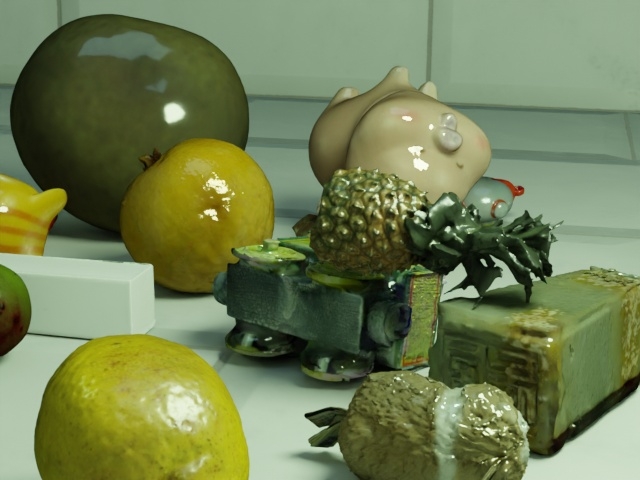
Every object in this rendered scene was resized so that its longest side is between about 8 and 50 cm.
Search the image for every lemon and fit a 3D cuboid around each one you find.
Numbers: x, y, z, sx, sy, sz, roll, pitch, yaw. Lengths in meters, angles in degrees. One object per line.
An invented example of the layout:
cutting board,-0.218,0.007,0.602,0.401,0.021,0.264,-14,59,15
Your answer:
lemon,-0.143,0.161,1.060,0.170,0.170,0.207,-4,21,-18

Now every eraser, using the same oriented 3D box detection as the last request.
eraser,-0.351,0.063,1.597,0.298,0.078,0.076,4,15,14

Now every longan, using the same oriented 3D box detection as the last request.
longan,-0.291,-0.183,2.024,0.361,0.361,0.361,1,14,0

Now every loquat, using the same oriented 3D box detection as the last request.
loquat,-0.163,-0.031,1.745,0.208,0.208,0.208,1,14,0

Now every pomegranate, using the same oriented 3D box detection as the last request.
pomegranate,-0.389,0.063,1.449,0.129,0.159,0.129,-20,28,11

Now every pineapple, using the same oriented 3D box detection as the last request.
pineapple,0.114,-0.001,1.324,0.251,0.125,0.125,11,17,23

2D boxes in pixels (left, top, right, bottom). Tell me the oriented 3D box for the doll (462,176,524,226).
doll,0.217,-0.057,2.114,0.245,0.076,0.142,-10,25,-22

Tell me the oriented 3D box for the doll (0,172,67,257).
doll,-0.486,-0.019,1.731,0.269,0.167,0.162,9,4,20

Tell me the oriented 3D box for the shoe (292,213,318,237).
shoe,0.001,-0.002,1.896,0.072,0.069,0.109,-46,21,-19

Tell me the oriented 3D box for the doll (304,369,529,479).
doll,0.079,0.166,1.164,0.221,0.105,0.115,12,19,33

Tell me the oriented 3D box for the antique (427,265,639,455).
antique,0.250,0.109,1.360,0.150,0.125,0.284,14,19,40

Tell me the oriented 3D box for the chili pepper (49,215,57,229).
chili pepper,-0.433,-0.020,1.957,0.063,0.071,0.272,39,17,-10

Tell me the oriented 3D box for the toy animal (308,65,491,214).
toy animal,0.101,-0.125,1.957,0.237,0.269,0.326,16,-19,-27

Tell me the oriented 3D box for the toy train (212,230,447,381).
toy train,0.008,0.073,1.491,0.260,0.134,0.177,13,10,38
